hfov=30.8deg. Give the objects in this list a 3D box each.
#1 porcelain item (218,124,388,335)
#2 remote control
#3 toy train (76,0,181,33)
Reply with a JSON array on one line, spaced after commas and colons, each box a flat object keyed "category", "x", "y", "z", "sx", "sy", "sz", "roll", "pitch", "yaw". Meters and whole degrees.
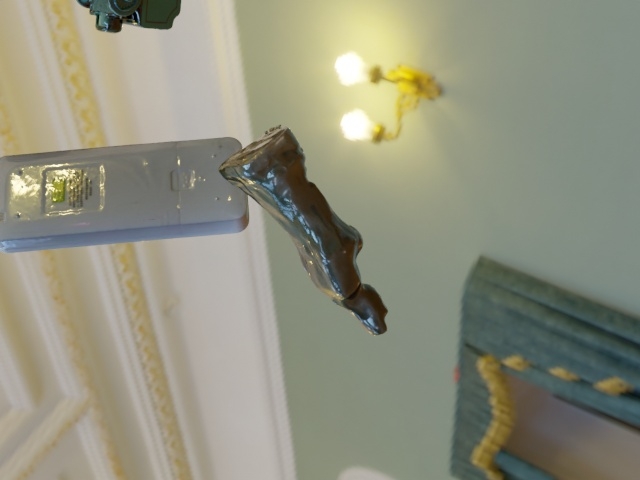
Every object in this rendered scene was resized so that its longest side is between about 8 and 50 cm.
[{"category": "porcelain item", "x": 0.000, "y": 0.000, "z": 1.055, "sx": 0.069, "sy": 0.081, "sz": 0.215, "roll": -41, "pitch": -75, "yaw": -24}, {"category": "remote control", "x": -0.197, "y": -0.046, "z": 1.142, "sx": 0.034, "sy": 0.250, "sz": 0.103, "roll": 90, "pitch": 174, "yaw": -60}, {"category": "toy train", "x": -0.275, "y": -0.402, "z": 1.709, "sx": 0.154, "sy": 0.107, "sz": 0.197, "roll": -4, "pitch": -73, "yaw": -48}]
